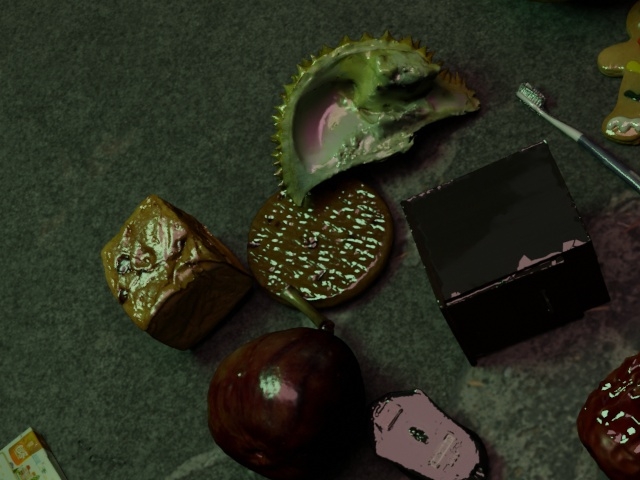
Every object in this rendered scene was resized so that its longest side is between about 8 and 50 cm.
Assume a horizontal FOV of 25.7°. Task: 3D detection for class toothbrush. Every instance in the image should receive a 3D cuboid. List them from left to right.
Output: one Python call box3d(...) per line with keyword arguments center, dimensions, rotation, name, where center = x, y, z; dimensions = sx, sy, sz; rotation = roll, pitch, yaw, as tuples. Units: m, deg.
box3d(center=(0.357, -0.121, 1.826), dimensions=(0.024, 0.026, 0.288), rotation=(-14, 47, -37), name="toothbrush")

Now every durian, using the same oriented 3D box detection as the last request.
box3d(center=(0.062, -0.183, 1.894), dimensions=(0.306, 0.172, 0.166), rotation=(-19, 54, -10), name="durian")

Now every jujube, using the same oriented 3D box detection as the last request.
box3d(center=(0.401, 0.184, 1.569), dimensions=(0.230, 0.155, 0.155), rotation=(-35, 56, 8), name="jujube")

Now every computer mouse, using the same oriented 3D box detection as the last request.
box3d(center=(0.128, 0.248, 1.696), dimensions=(0.172, 0.057, 0.099), rotation=(32, 75, 20), name="computer mouse")

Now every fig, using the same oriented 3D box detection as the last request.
box3d(center=(-0.016, 0.175, 1.728), dimensions=(0.186, 0.204, 0.249), rotation=(47, 54, -7), name="fig")

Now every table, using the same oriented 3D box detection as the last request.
box3d(center=(0.230, 0.020, 1.712), dimensions=(0.193, 0.169, 0.172), rotation=(-23, 57, 7), name="table")

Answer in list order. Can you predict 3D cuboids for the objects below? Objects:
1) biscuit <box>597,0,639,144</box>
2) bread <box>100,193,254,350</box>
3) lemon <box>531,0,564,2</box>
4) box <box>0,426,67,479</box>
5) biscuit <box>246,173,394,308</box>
box3d(center=(0.444, -0.231, 1.849), dimensions=(0.158, 0.035, 0.240), rotation=(-3, 62, 18), name="biscuit")
box3d(center=(-0.193, 0.047, 1.863), dimensions=(0.143, 0.158, 0.149), rotation=(-46, 55, 1), name="bread")
box3d(center=(0.327, -0.487, 1.866), dimensions=(0.348, 0.348, 0.348), rotation=(-9, 60, 17), name="lemon")
box3d(center=(-0.444, 0.361, 1.870), dimensions=(0.220, 0.032, 0.122), rotation=(-39, 55, -1), name="box")
box3d(center=(0.000, 0.000, 1.892), dimensions=(0.212, 0.036, 0.212), rotation=(-9, 61, 16), name="biscuit")
